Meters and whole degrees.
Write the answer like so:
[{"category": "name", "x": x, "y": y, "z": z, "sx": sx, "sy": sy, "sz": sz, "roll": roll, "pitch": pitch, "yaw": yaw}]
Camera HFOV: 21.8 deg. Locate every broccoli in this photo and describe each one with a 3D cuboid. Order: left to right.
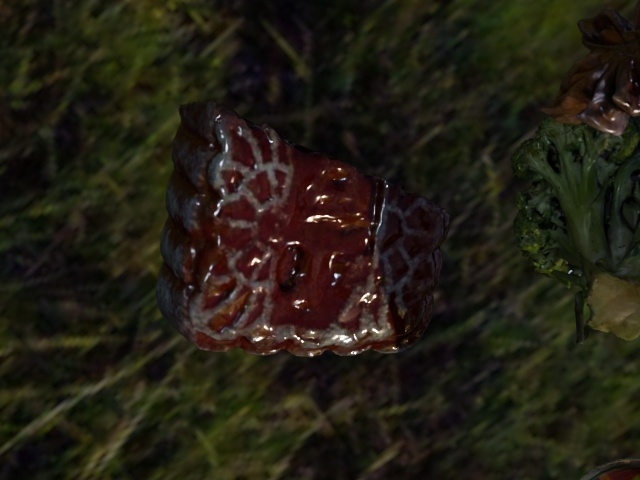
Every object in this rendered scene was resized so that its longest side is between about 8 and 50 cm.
[{"category": "broccoli", "x": 0.359, "y": -0.003, "z": 1.886, "sx": 0.321, "sy": 0.303, "sz": 0.283, "roll": 16, "pitch": 40, "yaw": 10}]

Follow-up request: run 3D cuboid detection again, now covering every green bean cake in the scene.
[{"category": "green bean cake", "x": -0.011, "y": -0.005, "z": 1.329, "sx": 0.233, "sy": 0.198, "sz": 0.097, "roll": 7, "pitch": 13, "yaw": -24}]

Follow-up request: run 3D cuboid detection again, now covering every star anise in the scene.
[{"category": "star anise", "x": 0.334, "y": -0.188, "z": 1.669, "sx": 0.099, "sy": 0.214, "sz": 0.220, "roll": 45, "pitch": -14, "yaw": -23}]

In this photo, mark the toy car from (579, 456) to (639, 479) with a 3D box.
[{"category": "toy car", "x": 0.278, "y": 0.310, "z": 1.562, "sx": 0.235, "sy": 0.235, "sz": 0.145, "roll": 62, "pitch": -9, "yaw": 19}]
